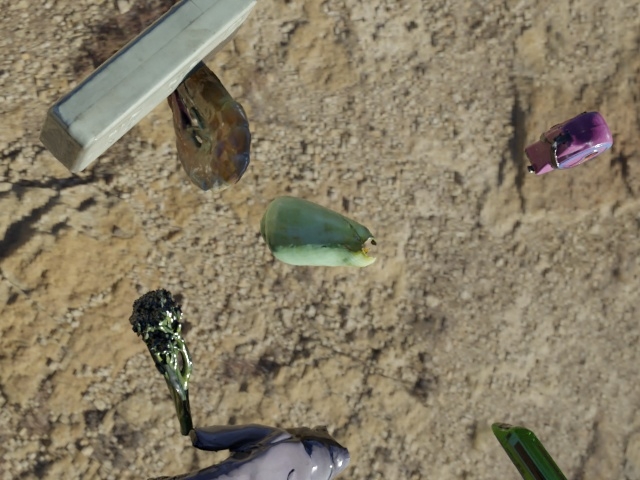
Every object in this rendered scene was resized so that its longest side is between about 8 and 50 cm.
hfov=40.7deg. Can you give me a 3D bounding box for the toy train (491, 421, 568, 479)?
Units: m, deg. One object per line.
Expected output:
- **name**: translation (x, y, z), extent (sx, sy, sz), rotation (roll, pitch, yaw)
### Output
- **toy train**: translation (0.315, 0.326, 1.234), extent (0.044, 0.209, 0.042), rotation (11, 120, -33)

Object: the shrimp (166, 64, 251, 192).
- **shrimp**: translation (-0.133, -0.136, 0.919), extent (0.042, 0.101, 0.190), rotation (3, 53, -55)

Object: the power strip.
- **power strip**: translation (-0.145, -0.180, 0.826), extent (0.053, 0.093, 0.288), rotation (45, 64, -6)

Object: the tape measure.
- **tape measure**: translation (0.410, -0.162, 1.416), extent (0.125, 0.118, 0.074), rotation (-18, 80, -25)

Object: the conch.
- **conch**: translation (0.000, 0.000, 1.042), extent (0.106, 0.170, 0.079), rotation (40, 70, -56)

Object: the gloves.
- **gloves**: translation (-0.089, 0.295, 1.127), extent (0.285, 0.119, 0.142), rotation (-6, 98, -28)

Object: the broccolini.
- **broccolini**: translation (-0.181, 0.151, 1.084), extent (0.068, 0.091, 0.203), rotation (-28, 121, -17)
